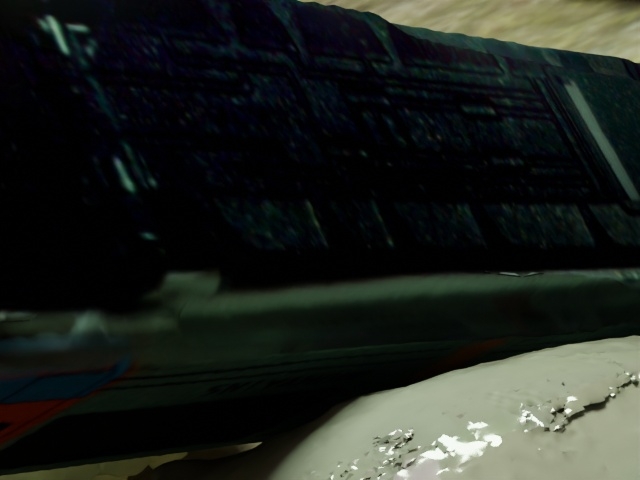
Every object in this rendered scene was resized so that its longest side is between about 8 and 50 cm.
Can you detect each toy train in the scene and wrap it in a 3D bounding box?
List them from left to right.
[{"bbox_3d":[0.000,0.000,0.463,0.089,0.086,0.409,-33,-18,33],"label":"toy train"}]

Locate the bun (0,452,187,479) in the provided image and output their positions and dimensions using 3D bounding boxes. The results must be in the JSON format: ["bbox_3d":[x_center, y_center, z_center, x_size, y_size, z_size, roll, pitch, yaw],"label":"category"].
[{"bbox_3d":[-0.212,0.023,0.663,0.364,0.202,0.364,-17,10,3],"label":"bun"}]

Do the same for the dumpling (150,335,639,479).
[{"bbox_3d":[0.044,0.109,0.439,0.293,0.163,0.204,-26,-14,-14],"label":"dumpling"}]
